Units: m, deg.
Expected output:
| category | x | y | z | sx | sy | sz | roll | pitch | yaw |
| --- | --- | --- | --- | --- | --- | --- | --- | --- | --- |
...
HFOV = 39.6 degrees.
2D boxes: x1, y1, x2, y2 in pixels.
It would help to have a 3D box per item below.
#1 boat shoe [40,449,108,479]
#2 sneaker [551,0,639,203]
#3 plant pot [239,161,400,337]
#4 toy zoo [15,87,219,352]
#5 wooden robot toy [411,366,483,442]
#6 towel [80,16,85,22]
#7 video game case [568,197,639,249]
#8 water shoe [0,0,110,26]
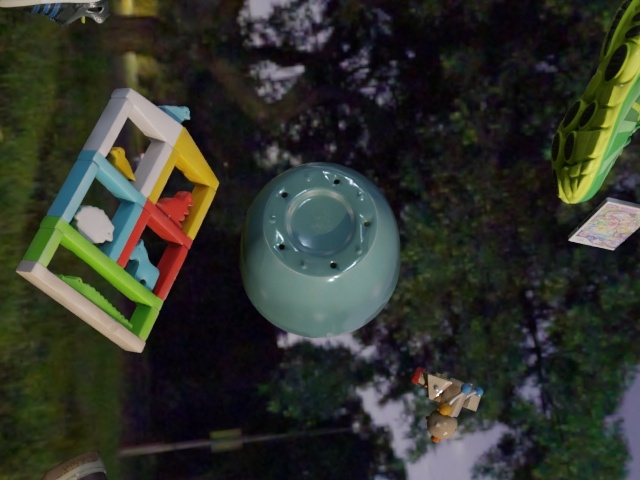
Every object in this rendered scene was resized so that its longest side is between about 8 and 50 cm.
| category | x | y | z | sx | sy | sz | roll | pitch | yaw |
| --- | --- | --- | --- | --- | --- | --- | --- | --- | --- |
| boat shoe | -0.341 | 0.432 | 1.314 | 0.123 | 0.123 | 0.342 | 52 | -33 | 23 |
| sneaker | 0.400 | -0.174 | 1.145 | 0.295 | 0.123 | 0.109 | -65 | -160 | 11 |
| plant pot | 0.000 | 0.000 | 1.493 | 0.235 | 0.293 | 0.293 | 92 | -10 | -74 |
| toy zoo | -0.218 | -0.041 | 1.050 | 0.192 | 0.030 | 0.293 | 50 | 53 | -45 |
| wooden robot toy | 0.142 | 0.200 | 1.062 | 0.079 | 0.076 | 0.173 | -71 | 159 | -5 |
| towel | -0.466 | -0.480 | 1.760 | 0.060 | 0.009 | 0.083 | -112 | -146 | -46 |
| video game case | 0.473 | -0.026 | 1.450 | 0.122 | 0.087 | 0.011 | 120 | -22 | -55 |
| water shoe | -0.474 | -0.411 | 1.569 | 0.073 | 0.203 | 0.080 | -79 | 166 | -45 |
